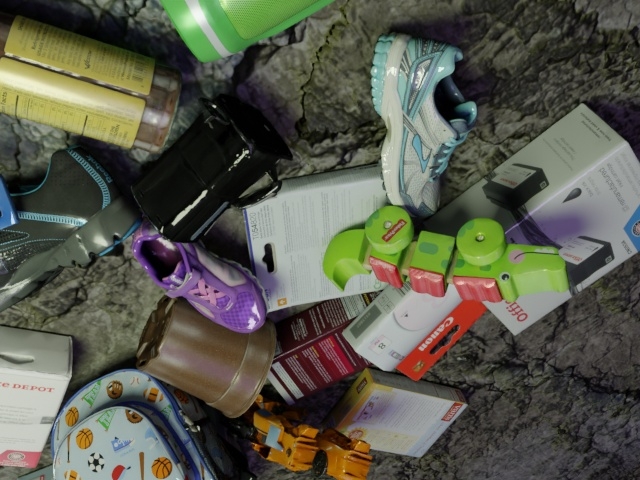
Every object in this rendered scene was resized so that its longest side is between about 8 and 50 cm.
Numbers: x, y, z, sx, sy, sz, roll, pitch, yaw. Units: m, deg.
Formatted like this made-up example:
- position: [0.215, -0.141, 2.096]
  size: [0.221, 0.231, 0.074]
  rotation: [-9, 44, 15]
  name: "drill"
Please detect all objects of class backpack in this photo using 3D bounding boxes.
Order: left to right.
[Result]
- position: [-0.287, 0.333, 1.118]
  size: [0.276, 0.263, 0.213]
  rotation: [-32, 160, 1]
  name: "backpack"

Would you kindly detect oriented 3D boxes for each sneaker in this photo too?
- position: [-0.397, 0.002, 0.949]
  size: [0.340, 0.125, 0.140]
  rotation: [-29, 100, 13]
  name: "sneaker"
- position: [-0.172, 0.051, 0.994]
  size: [0.236, 0.104, 0.095]
  rotation: [44, 101, -13]
  name: "sneaker"
- position: [0.145, -0.137, 0.965]
  size: [0.122, 0.110, 0.283]
  rotation: [7, 137, 25]
  name: "sneaker"

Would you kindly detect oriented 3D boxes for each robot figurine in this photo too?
- position: [-0.047, 0.329, 1.224]
  size: [0.211, 0.291, 0.085]
  rotation: [24, 81, -27]
  name: "robot figurine"

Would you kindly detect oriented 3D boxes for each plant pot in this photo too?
- position: [-0.181, 0.165, 1.108]
  size: [0.165, 0.167, 0.167]
  rotation: [26, 116, -23]
  name: "plant pot"

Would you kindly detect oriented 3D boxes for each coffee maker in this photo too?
- position: [-0.152, -0.093, 0.917]
  size: [0.178, 0.120, 0.171]
  rotation: [-42, 141, 18]
  name: "coffee maker"

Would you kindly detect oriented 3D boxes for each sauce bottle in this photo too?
- position: [-0.330, -0.192, 0.796]
  size: [0.344, 0.111, 0.111]
  rotation: [16, 121, -19]
  name: "sauce bottle"

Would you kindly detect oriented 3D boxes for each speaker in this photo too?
- position: [-0.030, -0.314, 0.790]
  size: [0.296, 0.131, 0.131]
  rotation: [-29, 130, 6]
  name: "speaker"

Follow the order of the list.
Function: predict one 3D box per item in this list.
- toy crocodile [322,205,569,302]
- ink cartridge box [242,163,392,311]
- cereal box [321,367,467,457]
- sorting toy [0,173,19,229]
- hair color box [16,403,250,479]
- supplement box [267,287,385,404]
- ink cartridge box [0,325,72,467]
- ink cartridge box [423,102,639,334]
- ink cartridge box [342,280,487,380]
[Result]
- position: [0.165, 0.033, 1.000]
  size: [0.340, 0.105, 0.115]
  rotation: [8, 152, 24]
  name: "toy crocodile"
- position: [0.000, 0.000, 1.099]
  size: [0.224, 0.045, 0.223]
  rotation: [-10, 129, -9]
  name: "ink cartridge box"
- position: [0.145, 0.340, 1.413]
  size: [0.240, 0.047, 0.173]
  rotation: [19, 119, -30]
  name: "cereal box"
- position: [-0.521, 0.004, 0.890]
  size: [0.347, 0.047, 0.196]
  rotation: [-33, 93, 9]
  name: "sorting toy"
- position: [-0.328, 0.448, 1.303]
  size: [0.374, 0.114, 0.185]
  rotation: [-21, 131, 0]
  name: "hair color box"
- position: [0.020, 0.170, 1.221]
  size: [0.239, 0.073, 0.130]
  rotation: [-26, 131, 3]
  name: "supplement box"
- position: [-0.483, 0.237, 1.101]
  size: [0.158, 0.092, 0.218]
  rotation: [14, 123, -26]
  name: "ink cartridge box"
- position: [0.356, -0.024, 1.140]
  size: [0.307, 0.129, 0.223]
  rotation: [-38, 128, 14]
  name: "ink cartridge box"
- position: [0.172, 0.142, 1.177]
  size: [0.189, 0.066, 0.232]
  rotation: [-46, 128, 6]
  name: "ink cartridge box"
